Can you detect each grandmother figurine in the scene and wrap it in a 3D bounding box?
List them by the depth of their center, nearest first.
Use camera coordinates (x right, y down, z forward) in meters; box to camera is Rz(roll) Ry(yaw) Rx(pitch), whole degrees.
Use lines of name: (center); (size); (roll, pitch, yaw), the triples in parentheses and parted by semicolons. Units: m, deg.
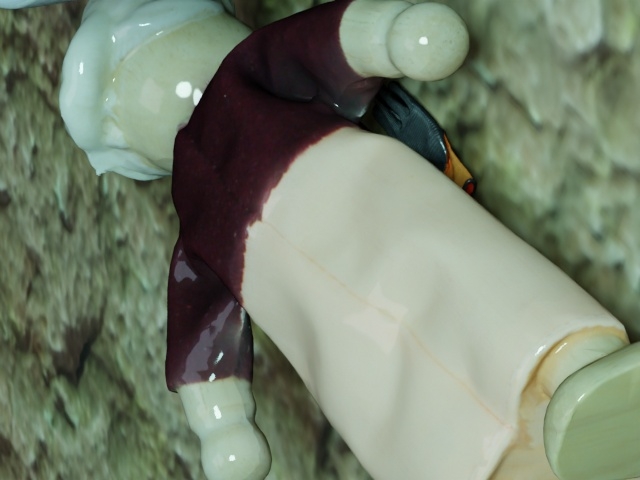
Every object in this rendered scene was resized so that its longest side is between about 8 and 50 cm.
grandmother figurine: (0.000, 0.000, 0.717); (0.207, 0.104, 0.342); (-58, 45, 16)

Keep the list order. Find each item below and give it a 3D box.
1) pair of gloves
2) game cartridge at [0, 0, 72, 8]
pair of gloves: (0.031, -0.017, 0.757); (0.074, 0.010, 0.083); (54, 141, 40)
game cartridge: (-0.102, -0.142, 0.767); (0.294, 0.196, 0.060); (25, 120, 57)
